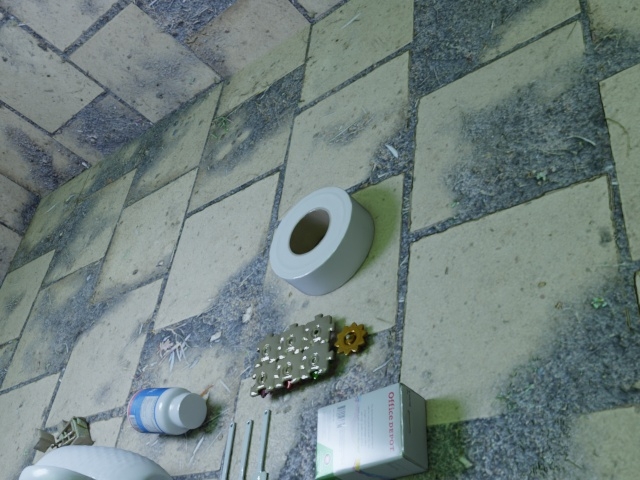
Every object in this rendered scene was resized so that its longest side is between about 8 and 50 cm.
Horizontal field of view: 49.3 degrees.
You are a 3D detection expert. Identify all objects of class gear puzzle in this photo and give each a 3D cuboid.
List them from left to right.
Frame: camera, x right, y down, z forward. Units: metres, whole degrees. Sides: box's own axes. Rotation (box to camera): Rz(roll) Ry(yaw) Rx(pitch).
[{"bbox_3d":[-0.024,0.268,1.675,0.339,0.044,0.175,-24,41,29],"label":"gear puzzle"}]

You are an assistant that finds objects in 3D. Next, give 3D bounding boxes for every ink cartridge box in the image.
[{"bbox_3d":[0.100,0.390,1.377,0.212,0.093,0.154,-28,42,32],"label":"ink cartridge box"}]

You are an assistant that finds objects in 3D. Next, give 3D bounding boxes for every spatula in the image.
[{"bbox_3d":[-0.187,0.524,1.642,0.168,0.019,0.242,-27,42,32],"label":"spatula"}]

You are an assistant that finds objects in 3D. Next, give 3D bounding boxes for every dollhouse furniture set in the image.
[{"bbox_3d":[-0.810,0.578,2.167,0.101,0.161,0.182,-51,36,1],"label":"dollhouse furniture set"}]

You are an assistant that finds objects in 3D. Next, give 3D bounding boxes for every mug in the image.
[{"bbox_3d":[-0.537,0.614,1.649,0.328,0.374,0.276,-9,51,33],"label":"mug"}]

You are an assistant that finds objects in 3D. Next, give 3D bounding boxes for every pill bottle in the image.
[{"bbox_3d":[-0.406,0.454,1.858,0.222,0.124,0.124,-12,51,41],"label":"pill bottle"}]

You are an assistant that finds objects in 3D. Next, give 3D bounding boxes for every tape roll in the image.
[{"bbox_3d":[0.000,0.000,1.832,0.286,0.100,0.286,-29,41,29],"label":"tape roll"}]
